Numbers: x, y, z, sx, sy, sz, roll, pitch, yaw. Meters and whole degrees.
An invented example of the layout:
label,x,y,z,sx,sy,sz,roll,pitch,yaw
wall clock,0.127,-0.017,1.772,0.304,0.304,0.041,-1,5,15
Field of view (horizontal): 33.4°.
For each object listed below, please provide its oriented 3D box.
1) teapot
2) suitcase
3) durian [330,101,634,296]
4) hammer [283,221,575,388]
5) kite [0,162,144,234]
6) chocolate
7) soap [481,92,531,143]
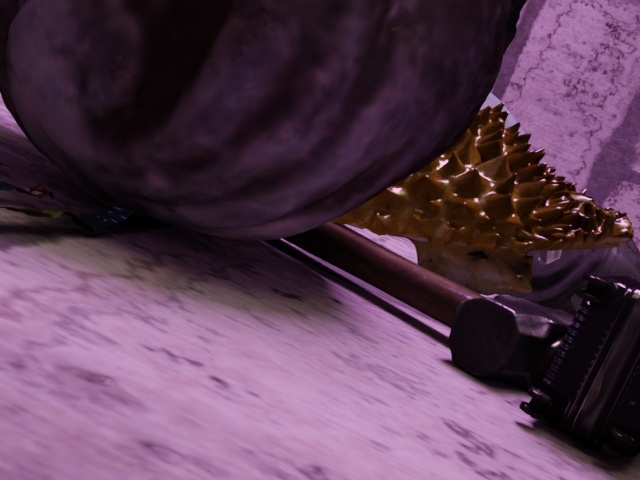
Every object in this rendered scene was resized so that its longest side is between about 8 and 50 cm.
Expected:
label,x,y,z,sx,sy,sz,roll,pitch,yaw
teapot,0.241,0.039,0.909,0.108,0.111,0.149,37,-4,-25
suitcase,0.155,0.060,0.550,0.059,0.086,0.126,28,8,19
durian,0.093,-0.034,0.870,0.306,0.172,0.166,9,-43,28
hammer,0.000,0.000,0.701,0.365,0.043,0.111,27,9,35
kite,-0.197,-0.037,0.403,0.169,0.015,0.310,26,8,17
chocolate,-0.067,-0.126,0.570,0.303,0.303,0.213,27,42,20
soap,0.125,-0.131,1.385,0.109,0.193,0.324,20,9,-28
